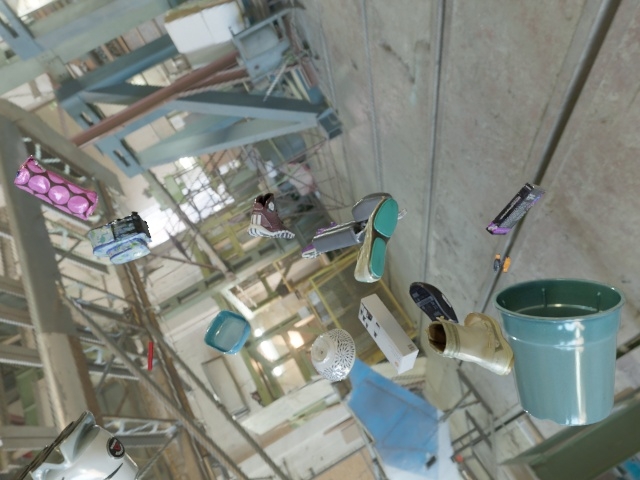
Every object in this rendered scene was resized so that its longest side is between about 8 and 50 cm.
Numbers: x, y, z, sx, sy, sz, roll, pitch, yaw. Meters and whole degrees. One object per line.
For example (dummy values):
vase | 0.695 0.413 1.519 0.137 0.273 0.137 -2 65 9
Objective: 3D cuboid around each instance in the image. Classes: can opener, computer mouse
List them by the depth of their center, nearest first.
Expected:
can opener | 0.075 -0.043 1.128 0.283 0.076 0.095 -16 105 51
computer mouse | 0.370 0.240 1.587 0.262 0.060 0.184 48 148 9

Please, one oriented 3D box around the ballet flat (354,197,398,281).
ballet flat | 0.093 -0.004 0.879 0.057 0.168 0.052 36 147 -28

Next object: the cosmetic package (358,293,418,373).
cosmetic package | 0.204 0.286 1.547 0.239 0.060 0.099 53 154 39

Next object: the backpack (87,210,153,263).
backpack | -0.419 0.002 1.048 0.105 0.114 0.084 116 136 -77

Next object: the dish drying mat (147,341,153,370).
dish drying mat | -0.504 0.342 1.480 0.032 0.008 0.083 -15 73 53

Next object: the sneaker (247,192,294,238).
sneaker | -0.170 -0.091 1.856 0.281 0.106 0.162 7 -95 -71

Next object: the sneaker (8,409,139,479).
sneaker | -0.411 0.407 0.748 0.146 0.330 0.122 47 -163 -13

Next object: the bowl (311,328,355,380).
bowl | 0.023 0.362 1.608 0.080 0.170 0.170 24 -157 -44

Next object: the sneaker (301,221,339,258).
sneaker | 0.000 0.000 1.703 0.071 0.170 0.068 48 163 19

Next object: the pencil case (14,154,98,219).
pencil case | -0.712 -0.142 1.360 0.209 0.098 0.095 31 -159 -28

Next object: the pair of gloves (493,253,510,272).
pair of gloves | 0.716 0.092 1.971 0.010 0.083 0.074 23 107 62

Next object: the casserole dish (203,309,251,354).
casserole dish | -0.256 0.258 1.390 0.188 0.114 0.037 7 152 51

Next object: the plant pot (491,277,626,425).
plant pot | 0.689 0.316 1.433 0.341 0.341 0.334 -141 40 -76

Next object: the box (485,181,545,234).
box | 0.519 -0.081 1.329 0.116 0.162 0.029 1 -137 -53

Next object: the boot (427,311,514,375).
boot | 0.315 0.206 1.108 0.213 0.165 0.077 -94 21 -70
